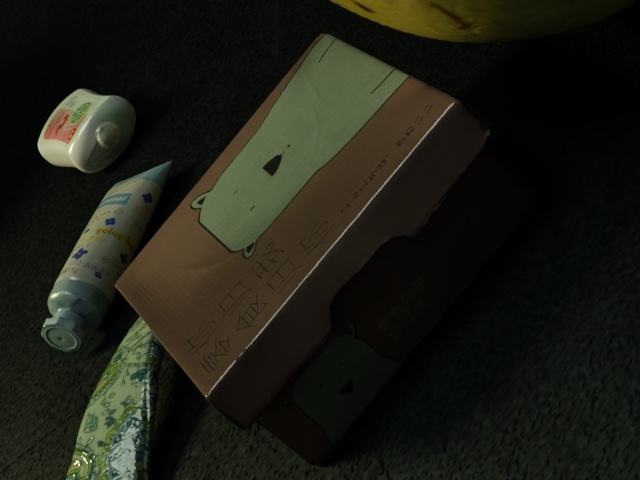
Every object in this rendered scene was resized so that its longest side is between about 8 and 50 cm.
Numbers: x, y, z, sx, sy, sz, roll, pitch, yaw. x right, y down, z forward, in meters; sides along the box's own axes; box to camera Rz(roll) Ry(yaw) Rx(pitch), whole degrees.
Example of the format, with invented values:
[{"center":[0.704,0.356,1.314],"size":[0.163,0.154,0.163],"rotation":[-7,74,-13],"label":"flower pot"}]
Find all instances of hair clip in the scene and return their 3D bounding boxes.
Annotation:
[{"center":[-0.123,0.106,1.200],"size":[0.066,0.036,0.229],"rotation":[-22,37,34],"label":"hair clip"}]

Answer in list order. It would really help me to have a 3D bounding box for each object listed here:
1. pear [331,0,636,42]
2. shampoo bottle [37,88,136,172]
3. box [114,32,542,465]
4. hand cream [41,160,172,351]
[{"center":[0.090,-0.276,1.033],"size":[0.348,0.348,0.348],"rotation":[-37,29,25],"label":"pear"},{"center":[-0.194,-0.091,1.562],"size":[0.072,0.043,0.099],"rotation":[-55,26,-9],"label":"shampoo bottle"},{"center":[0.000,0.000,1.091],"size":[0.215,0.086,0.215],"rotation":[-51,26,0],"label":"box"},{"center":[-0.160,0.009,1.381],"size":[0.065,0.043,0.170],"rotation":[-18,35,39],"label":"hand cream"}]
